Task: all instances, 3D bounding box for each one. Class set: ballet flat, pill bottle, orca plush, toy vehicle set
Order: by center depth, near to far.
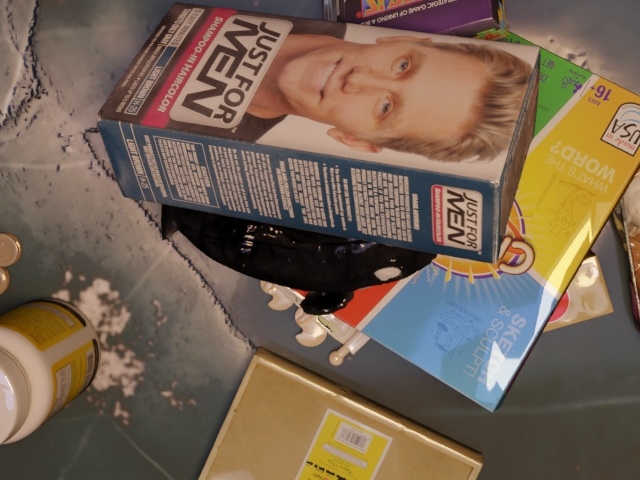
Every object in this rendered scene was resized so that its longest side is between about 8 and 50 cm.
[{"bbox_3d":[-0.039,-0.023,0.938,0.287,0.102,0.151,23,91,19],"label":"orca plush"},{"bbox_3d":[0.329,0.003,0.992,0.076,0.079,0.222,-9,96,9],"label":"ballet flat"},{"bbox_3d":[-0.310,0.134,1.024,0.119,0.208,0.119,1,97,7],"label":"pill bottle"},{"bbox_3d":[0.019,0.245,1.086,0.266,0.035,0.166,26,100,3],"label":"toy vehicle set"}]

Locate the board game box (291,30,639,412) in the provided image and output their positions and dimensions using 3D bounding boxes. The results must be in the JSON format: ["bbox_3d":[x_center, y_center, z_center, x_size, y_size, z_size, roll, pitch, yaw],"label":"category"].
[{"bbox_3d":[0.144,-0.034,0.974,0.242,0.064,0.317,30,93,16],"label":"board game box"}]

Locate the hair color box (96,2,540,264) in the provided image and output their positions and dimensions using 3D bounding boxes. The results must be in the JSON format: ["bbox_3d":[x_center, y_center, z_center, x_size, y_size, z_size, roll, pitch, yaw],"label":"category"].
[{"bbox_3d":[0.003,-0.102,0.891,0.347,0.174,0.105,11,141,16],"label":"hair color box"}]

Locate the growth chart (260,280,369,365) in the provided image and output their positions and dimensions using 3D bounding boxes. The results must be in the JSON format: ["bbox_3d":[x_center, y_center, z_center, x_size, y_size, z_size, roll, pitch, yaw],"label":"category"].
[{"bbox_3d":[0.000,0.000,1.062,0.172,0.021,0.237,-36,92,11],"label":"growth chart"}]

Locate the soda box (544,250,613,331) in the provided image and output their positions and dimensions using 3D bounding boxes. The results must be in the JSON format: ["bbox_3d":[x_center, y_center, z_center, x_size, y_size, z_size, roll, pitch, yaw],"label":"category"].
[{"bbox_3d":[0.195,0.065,1.028,0.181,0.058,0.061,-17,95,9],"label":"soda box"}]

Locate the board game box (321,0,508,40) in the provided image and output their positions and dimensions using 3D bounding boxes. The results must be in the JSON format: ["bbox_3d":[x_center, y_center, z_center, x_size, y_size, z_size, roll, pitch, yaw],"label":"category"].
[{"bbox_3d":[0.083,-0.241,0.958,0.170,0.048,0.141,-11,72,27],"label":"board game box"}]

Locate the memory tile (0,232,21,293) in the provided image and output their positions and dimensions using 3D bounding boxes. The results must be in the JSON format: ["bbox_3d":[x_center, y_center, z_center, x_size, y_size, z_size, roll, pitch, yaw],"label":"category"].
[{"bbox_3d":[-0.402,0.042,1.123,0.113,0.012,0.148,28,100,3],"label":"memory tile"}]
